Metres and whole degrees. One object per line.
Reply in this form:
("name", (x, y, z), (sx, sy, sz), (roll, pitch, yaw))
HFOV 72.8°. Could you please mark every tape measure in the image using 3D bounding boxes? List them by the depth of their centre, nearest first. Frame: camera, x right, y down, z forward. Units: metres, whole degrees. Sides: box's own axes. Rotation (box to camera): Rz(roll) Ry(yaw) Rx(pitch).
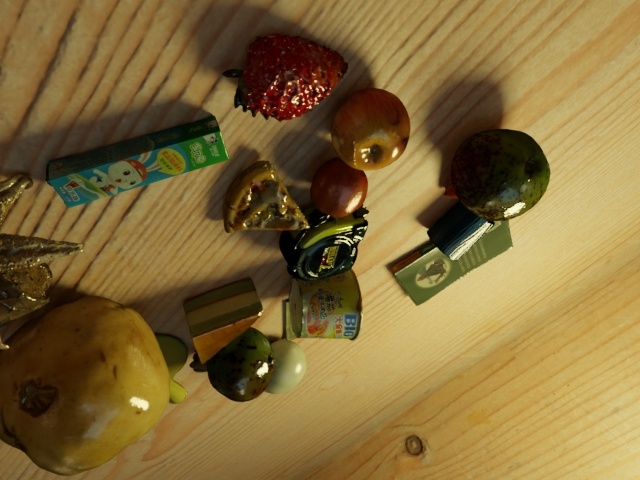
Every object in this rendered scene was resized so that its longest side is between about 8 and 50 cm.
("tape measure", (0.000, 0.000, 0.974), (0.186, 0.112, 0.198), (-13, 137, -28))

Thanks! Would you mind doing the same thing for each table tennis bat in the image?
("table tennis bat", (-0.458, 0.367, 1.201), (0.224, 0.054, 0.368), (-26, 141, -11))

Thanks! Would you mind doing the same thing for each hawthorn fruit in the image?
("hawthorn fruit", (0.040, -0.108, 0.863), (0.128, 0.128, 0.128), (-16, 142, -13))

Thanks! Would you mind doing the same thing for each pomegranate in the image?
("pomegranate", (-0.463, 0.280, 0.870), (0.333, 0.332, 0.332), (-16, 142, -13))
("pomegranate", (0.372, -0.142, 0.980), (0.215, 0.214, 0.248), (-1, 174, -30))
("pomegranate", (-0.240, 0.329, 1.175), (0.248, 0.201, 0.202), (-7, 148, 20))

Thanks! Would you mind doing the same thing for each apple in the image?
("apple", (0.092, -0.193, 0.774), (0.147, 0.146, 0.146), (-16, 142, -13))

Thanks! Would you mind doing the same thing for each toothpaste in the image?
("toothpaste", (-0.286, -0.128, 0.696), (0.267, 0.050, 0.065), (-19, 140, -10))

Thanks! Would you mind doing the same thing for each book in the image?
("book", (0.412, 0.049, 1.335), (0.371, 0.043, 0.260), (-32, 141, 7))

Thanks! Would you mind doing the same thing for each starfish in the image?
("starfish", (-0.492, 0.015, 0.642), (0.232, 0.048, 0.294), (-25, 101, -17))

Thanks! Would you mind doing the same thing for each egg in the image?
("egg", (-0.129, 0.394, 1.340), (0.151, 0.151, 0.209), (8, 137, -37))

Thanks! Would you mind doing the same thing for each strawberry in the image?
("strawberry", (-0.045, -0.242, 0.675), (0.193, 0.085, 0.140), (9, 129, -40))

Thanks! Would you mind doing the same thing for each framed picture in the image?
("framed picture", (-0.026, 0.224, 1.310), (0.173, 0.010, 0.231), (-15, 142, -15))

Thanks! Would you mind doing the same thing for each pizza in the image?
("pizza", (-0.106, -0.053, 0.853), (0.176, 0.036, 0.185), (37, 122, -20))

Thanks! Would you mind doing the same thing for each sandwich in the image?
("sandwich", (-0.233, 0.198, 1.071), (0.188, 0.117, 0.144), (-20, 146, -12))

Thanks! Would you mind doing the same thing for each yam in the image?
("yam", (-0.586, 0.097, 0.731), (0.239, 0.127, 0.129), (-25, 178, 7))

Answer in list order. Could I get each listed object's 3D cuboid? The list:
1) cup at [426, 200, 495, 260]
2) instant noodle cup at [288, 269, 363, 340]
("cup", (0.379, -0.037, 1.162), (0.138, 0.113, 0.150), (-49, 167, 25))
("instant noodle cup", (0.005, 0.162, 1.119), (0.153, 0.204, 0.204), (0, 137, -16))
